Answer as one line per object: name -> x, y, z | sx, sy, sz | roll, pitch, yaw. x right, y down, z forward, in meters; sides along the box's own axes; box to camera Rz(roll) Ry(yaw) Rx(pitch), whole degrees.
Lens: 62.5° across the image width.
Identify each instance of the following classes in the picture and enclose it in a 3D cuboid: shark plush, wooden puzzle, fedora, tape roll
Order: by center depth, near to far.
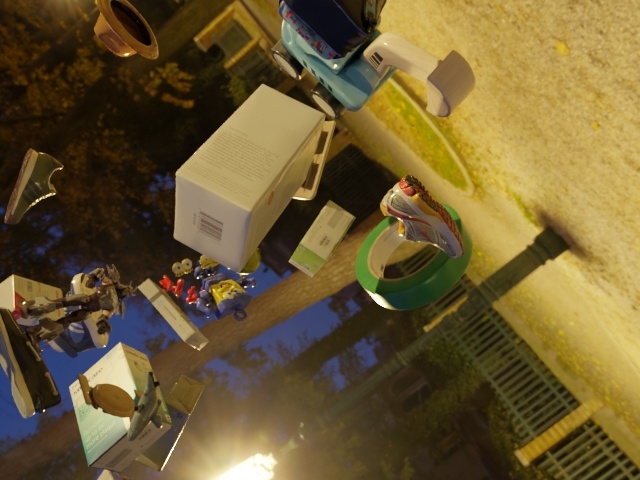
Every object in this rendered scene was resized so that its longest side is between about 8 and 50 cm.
shark plush -> -0.380, 0.364, 1.155 | 0.073, 0.161, 0.067 | 36, -157, 19
fedora -> -0.473, -0.497, 1.253 | 0.194, 0.079, 0.194 | 53, -162, -26
tape roll -> 0.249, 0.036, 1.431 | 0.077, 0.321, 0.321 | 48, -174, -31
wooden puzzle -> -0.140, -0.322, 1.955 | 0.347, 0.322, 0.080 | 7, 162, 25

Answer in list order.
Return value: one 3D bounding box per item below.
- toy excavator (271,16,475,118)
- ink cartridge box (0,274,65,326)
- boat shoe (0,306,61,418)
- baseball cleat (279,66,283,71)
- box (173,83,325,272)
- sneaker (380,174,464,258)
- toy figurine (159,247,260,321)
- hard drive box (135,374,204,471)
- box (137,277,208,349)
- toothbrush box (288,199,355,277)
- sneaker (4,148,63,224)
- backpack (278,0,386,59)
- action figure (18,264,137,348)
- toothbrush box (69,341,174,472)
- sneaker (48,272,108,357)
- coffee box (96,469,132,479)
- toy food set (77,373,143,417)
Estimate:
toy excavator -> 0.101, -0.417, 1.189 | 0.433, 0.222, 0.445 | 43, 178, -5
ink cartridge box -> -0.905, 0.199, 1.653 | 0.175, 0.072, 0.127 | 38, -156, -56
boat shoe -> -0.753, 0.298, 1.338 | 0.091, 0.114, 0.303 | -14, -110, -45
baseball cleat -> -0.052, -0.579, 1.642 | 0.072, 0.206, 0.109 | 41, 142, 29
box -> -0.151, -0.141, 1.150 | 0.168, 0.345, 0.215 | 28, 141, 5
sneaker -> 0.205, -0.035, 1.047 | 0.225, 0.092, 0.088 | 40, -152, -27
toy figurine -> -0.278, 0.170, 1.587 | 0.217, 0.191, 0.362 | 43, -145, 26
hard drive box -> -0.477, 0.581, 1.690 | 0.089, 0.232, 0.181 | 27, -168, -3
box -> -0.369, 0.189, 1.331 | 0.186, 0.038, 0.145 | 46, 167, 15
toothbrush box -> 0.000, 0.000, 1.986 | 0.122, 0.206, 0.283 | 35, 160, -2
sneaker -> -0.676, -0.116, 1.253 | 0.086, 0.192, 0.064 | 17, -166, -39
backpack -> 0.030, -0.414, 0.884 | 0.158, 0.117, 0.173 | 37, -126, -21
action figure -> -0.604, 0.170, 1.353 | 0.099, 0.285, 0.185 | 11, 114, 48
toothbrush box -> -0.597, 0.491, 1.570 | 0.295, 0.216, 0.126 | 50, -179, 42
sneaker -> -0.921, 0.273, 1.896 | 0.130, 0.236, 0.323 | -102, 7, -59
coffee box -> -0.556, 0.794, 1.575 | 0.246, 0.098, 0.141 | 41, 158, -20
toy food set -> -0.534, 0.414, 1.352 | 0.192, 0.038, 0.132 | 33, -175, -40
